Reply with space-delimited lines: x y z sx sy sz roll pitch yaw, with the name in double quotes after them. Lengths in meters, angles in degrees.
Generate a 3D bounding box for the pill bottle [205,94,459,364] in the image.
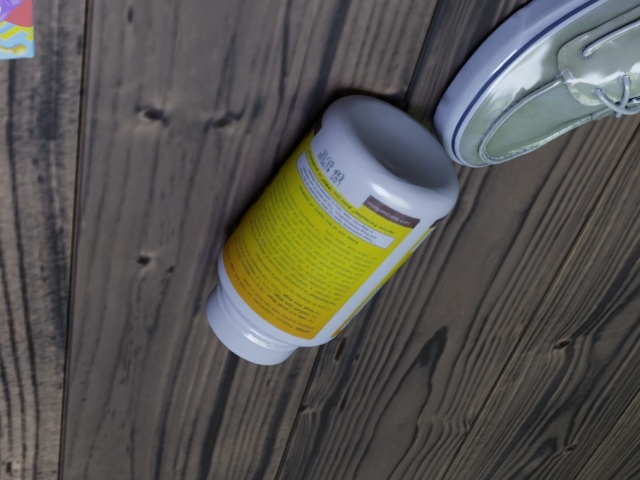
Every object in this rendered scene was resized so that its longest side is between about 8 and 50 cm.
0.000 0.000 0.886 0.117 0.117 0.215 10 133 -39 "pill bottle"

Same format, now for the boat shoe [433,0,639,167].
0.218 -0.142 0.848 0.302 0.094 0.109 -37 144 18 "boat shoe"

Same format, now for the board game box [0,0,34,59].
-0.197 -0.215 0.457 0.142 0.144 0.275 -9 142 -20 "board game box"
